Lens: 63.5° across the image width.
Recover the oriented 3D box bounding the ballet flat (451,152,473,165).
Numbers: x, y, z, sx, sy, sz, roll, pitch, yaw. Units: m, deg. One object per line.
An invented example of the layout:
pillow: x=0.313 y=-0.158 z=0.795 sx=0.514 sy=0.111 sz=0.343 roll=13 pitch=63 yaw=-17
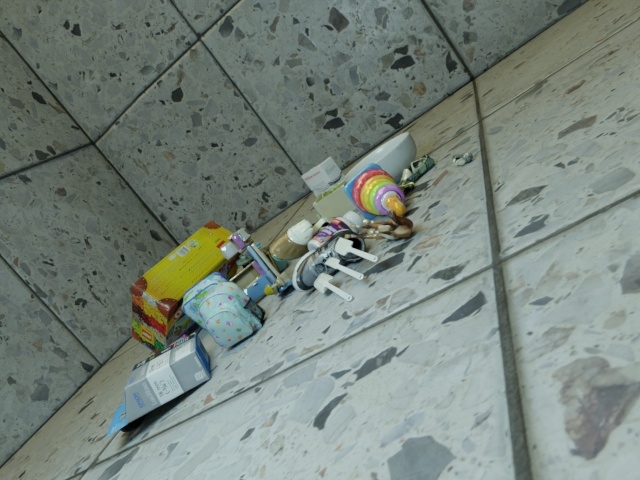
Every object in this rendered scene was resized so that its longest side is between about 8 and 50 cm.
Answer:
ballet flat: x=0.463 y=-0.267 z=1.721 sx=0.041 sy=0.041 sz=0.114 roll=-40 pitch=10 yaw=-10

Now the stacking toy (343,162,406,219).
stacking toy: x=0.218 y=-0.143 z=1.752 sx=0.166 sy=0.175 sz=0.302 roll=-40 pitch=22 yaw=0

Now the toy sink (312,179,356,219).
toy sink: x=0.056 y=-0.162 z=2.324 sx=0.234 sy=0.131 sz=0.153 roll=-34 pitch=11 yaw=23

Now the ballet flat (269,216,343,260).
ballet flat: x=-0.026 y=-0.025 z=1.810 sx=0.342 sy=0.116 sz=0.124 roll=-14 pitch=-35 yaw=-39

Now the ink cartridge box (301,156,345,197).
ink cartridge box: x=0.046 y=-0.262 z=2.486 sx=0.100 sy=0.237 sz=0.172 roll=-45 pitch=13 yaw=-33

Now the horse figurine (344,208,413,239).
horse figurine: x=0.185 y=-0.035 z=1.459 sx=0.175 sy=0.066 sz=0.263 roll=-1 pitch=-6 yaw=-20

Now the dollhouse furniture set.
dollhouse furniture set: x=-0.269 y=0.107 z=1.838 sx=0.198 sy=0.286 sz=0.303 roll=-40 pitch=0 yaw=-10

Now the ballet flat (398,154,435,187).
ballet flat: x=0.352 y=-0.260 z=1.968 sx=0.188 sy=0.070 sz=0.070 roll=-41 pitch=11 yaw=-16

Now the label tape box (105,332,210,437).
label tape box: x=-0.513 y=0.431 z=1.594 sx=0.334 sy=0.106 sz=0.240 roll=-28 pitch=9 yaw=-11

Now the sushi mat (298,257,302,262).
sushi mat: x=0.000 y=0.000 z=2.132 sx=0.151 sy=0.019 sz=0.316 roll=-34 pitch=12 yaw=22

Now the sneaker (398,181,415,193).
sneaker: x=0.306 y=-0.187 z=1.895 sx=0.083 sy=0.031 sz=0.035 roll=-29 pitch=14 yaw=38

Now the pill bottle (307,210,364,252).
pill bottle: x=0.058 y=-0.011 z=1.755 sx=0.193 sy=0.108 sz=0.108 roll=-43 pitch=12 yaw=-23

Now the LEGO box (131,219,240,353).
LEGO box: x=-0.580 y=0.207 z=2.269 sx=0.500 sy=0.193 sz=0.372 roll=-48 pitch=-15 yaw=-43

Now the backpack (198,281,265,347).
backpack: x=-0.293 y=0.234 z=1.646 sx=0.166 sy=0.188 sz=0.144 roll=-33 pitch=12 yaw=21

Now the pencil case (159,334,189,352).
pencil case: x=-0.541 y=0.439 z=1.843 sx=0.236 sy=0.104 sz=0.104 roll=-39 pitch=11 yaw=1

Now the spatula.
spatula: x=0.065 y=0.083 z=1.413 sx=0.168 sy=0.019 sz=0.242 roll=-56 pitch=26 yaw=-5

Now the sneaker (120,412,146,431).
sneaker: x=-0.593 y=0.557 z=1.644 sx=0.089 sy=0.051 sz=0.170 roll=-32 pitch=8 yaw=28

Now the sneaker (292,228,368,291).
sneaker: x=0.034 y=0.055 z=1.576 sx=0.268 sy=0.101 sz=0.153 roll=-42 pitch=12 yaw=-20

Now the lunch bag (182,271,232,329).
lunch bag: x=-0.343 y=0.224 z=1.763 sx=0.176 sy=0.219 sz=0.090 roll=-38 pitch=29 yaw=11

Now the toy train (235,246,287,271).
toy train: x=-0.257 y=0.103 z=2.256 sx=0.190 sy=0.142 sz=0.334 roll=-27 pitch=7 yaw=-11

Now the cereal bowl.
cereal bowl: x=0.274 y=-0.308 z=2.208 sx=0.339 sy=0.141 sz=0.339 roll=-37 pitch=11 yaw=8
